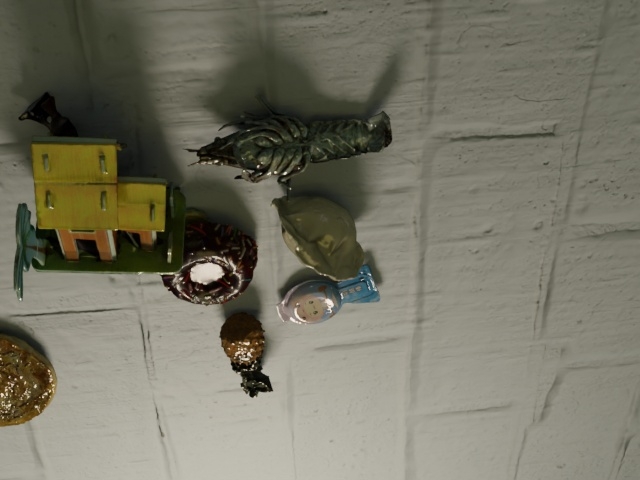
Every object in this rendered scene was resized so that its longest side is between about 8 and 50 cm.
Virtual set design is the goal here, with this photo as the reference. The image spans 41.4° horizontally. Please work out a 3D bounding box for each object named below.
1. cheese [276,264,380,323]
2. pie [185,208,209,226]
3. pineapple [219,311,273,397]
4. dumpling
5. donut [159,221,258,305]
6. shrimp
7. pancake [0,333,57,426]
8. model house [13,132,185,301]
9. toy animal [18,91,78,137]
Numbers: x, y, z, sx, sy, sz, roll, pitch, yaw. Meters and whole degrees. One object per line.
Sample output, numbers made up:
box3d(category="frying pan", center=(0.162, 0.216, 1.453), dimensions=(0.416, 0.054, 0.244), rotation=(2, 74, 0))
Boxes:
box3d(category="cheese", center=(0.015, 0.138, 2.021), dimensions=(0.244, 0.052, 0.135), rotation=(-18, 127, 5))
box3d(category="pie", center=(-0.283, -0.034, 1.870), dimensions=(0.084, 0.020, 0.084), rotation=(-4, 129, -5))
box3d(category="pineapple", center=(-0.175, 0.292, 2.070), dimensions=(0.111, 0.119, 0.237), rotation=(-3, 129, 10))
box3d(category="dumpling", center=(0.000, 0.000, 1.829), dimensions=(0.258, 0.193, 0.147), rotation=(31, 121, -30))
box3d(category="donut", center=(-0.253, 0.057, 1.887), dimensions=(0.234, 0.089, 0.235), rotation=(-3, 137, -3))
box3d(category="shrimp", center=(-0.062, -0.189, 1.712), dimensions=(0.410, 0.166, 0.222), rotation=(-9, 95, -18))
box3d(category="pancake", center=(-0.820, 0.340, 2.046), dimensions=(0.355, 0.065, 0.356), rotation=(-4, 125, -6))
box3d(category="model house", center=(-0.415, -0.042, 1.594), dimensions=(0.300, 0.340, 0.324), rotation=(1, 149, -6))
box3d(category="toy animal", center=(-0.513, -0.211, 1.675), dimensions=(0.105, 0.070, 0.202), rotation=(17, 147, 33))
